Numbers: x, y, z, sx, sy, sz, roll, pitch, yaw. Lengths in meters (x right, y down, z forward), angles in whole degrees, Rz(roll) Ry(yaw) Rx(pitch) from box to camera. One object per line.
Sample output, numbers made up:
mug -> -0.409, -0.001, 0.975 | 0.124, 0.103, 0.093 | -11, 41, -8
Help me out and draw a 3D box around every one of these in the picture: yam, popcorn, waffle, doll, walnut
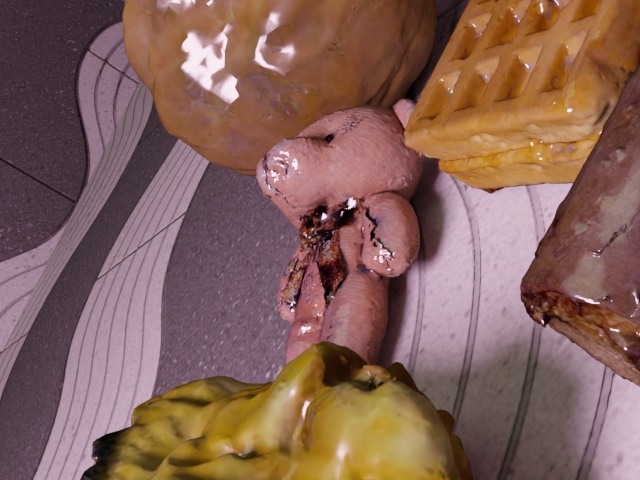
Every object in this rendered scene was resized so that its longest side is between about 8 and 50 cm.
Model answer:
yam -> 0.216, -0.057, 0.465 | 0.279, 0.131, 0.131 | -57, 23, -3
popcorn -> -0.013, 0.178, 0.522 | 0.252, 0.215, 0.286 | -28, 20, -14
waffle -> 0.214, -0.198, 0.695 | 0.224, 0.098, 0.327 | 1, 62, 62
doll -> 0.000, 0.000, 0.800 | 0.201, 0.156, 0.303 | -29, 39, 46
walnut -> -0.041, -0.254, 1.010 | 0.383, 0.384, 0.383 | -44, 26, 28
